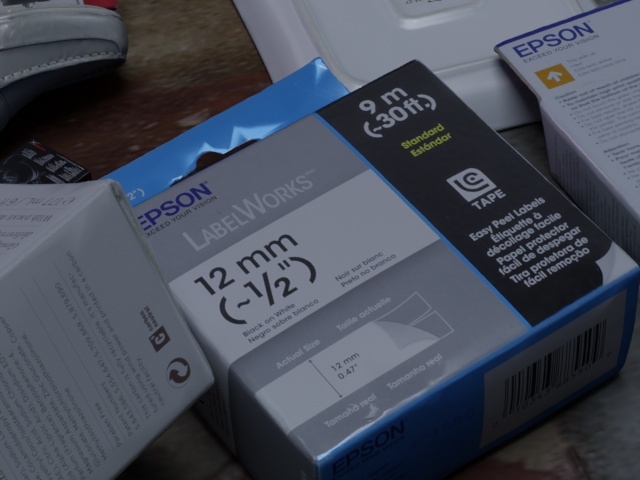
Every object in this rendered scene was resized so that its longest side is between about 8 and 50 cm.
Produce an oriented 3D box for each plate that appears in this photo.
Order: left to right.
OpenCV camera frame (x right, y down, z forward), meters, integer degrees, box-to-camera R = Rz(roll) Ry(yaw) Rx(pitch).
[{"bbox_3d":[0.085,-0.183,1.478,0.277,0.045,0.278,-15,45,-10],"label":"plate"}]

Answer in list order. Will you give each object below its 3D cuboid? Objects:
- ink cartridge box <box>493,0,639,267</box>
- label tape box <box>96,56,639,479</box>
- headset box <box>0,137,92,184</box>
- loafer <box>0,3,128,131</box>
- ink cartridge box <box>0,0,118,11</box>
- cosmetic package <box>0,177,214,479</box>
[{"bbox_3d":[0.340,-0.077,1.335,0.324,0.071,0.330,-19,43,-14],"label":"ink cartridge box"},{"bbox_3d":[0.000,0.000,1.229,0.249,0.115,0.348,-29,56,-21],"label":"label tape box"},{"bbox_3d":[-0.214,-0.030,1.354,0.062,0.032,0.083,28,54,29],"label":"headset box"},{"bbox_3d":[-0.285,-0.094,1.389,0.319,0.112,0.111,-20,83,-21],"label":"loafer"},{"bbox_3d":[-0.237,-0.215,1.464,0.135,0.056,0.099,-11,85,-35],"label":"ink cartridge box"},{"bbox_3d":[-0.274,0.130,1.060,0.217,0.156,0.385,1,34,46],"label":"cosmetic package"}]
